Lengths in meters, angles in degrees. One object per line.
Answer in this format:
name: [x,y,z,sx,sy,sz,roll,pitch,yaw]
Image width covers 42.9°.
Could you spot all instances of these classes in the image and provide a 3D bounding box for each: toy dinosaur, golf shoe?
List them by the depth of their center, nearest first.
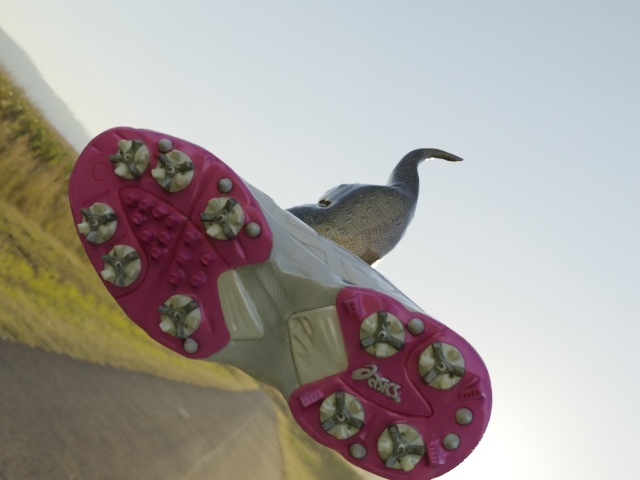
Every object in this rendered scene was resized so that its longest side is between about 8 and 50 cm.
golf shoe: [-0.029,0.037,0.530,0.306,0.115,0.140,37,6,12]
toy dinosaur: [0.000,0.000,0.675,0.160,0.314,0.120,-167,-113,-70]
